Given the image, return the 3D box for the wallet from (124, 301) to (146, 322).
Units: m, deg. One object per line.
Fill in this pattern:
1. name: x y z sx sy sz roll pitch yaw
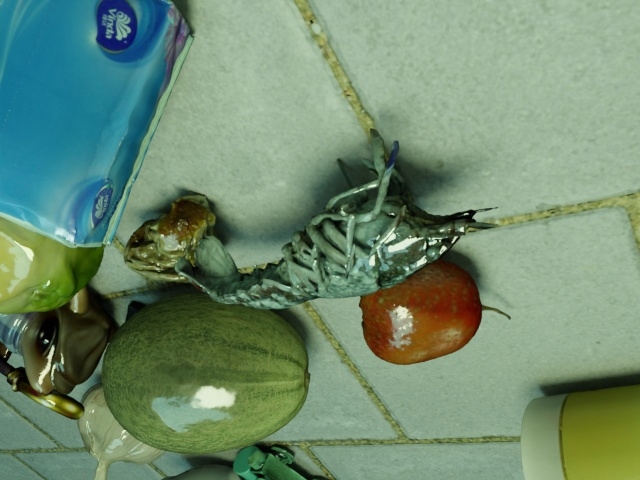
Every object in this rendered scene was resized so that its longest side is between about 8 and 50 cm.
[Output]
1. wallet: -0.317 0.219 1.314 0.146 0.030 0.285 27 137 -2

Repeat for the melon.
1. melon: -0.180 0.208 1.087 0.329 0.248 0.248 -1 135 9

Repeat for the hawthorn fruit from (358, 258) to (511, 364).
1. hawthorn fruit: 0.153 0.088 0.914 0.203 0.162 0.162 -7 133 6

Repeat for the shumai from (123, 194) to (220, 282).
1. shumai: -0.195 -0.008 0.981 0.145 0.145 0.116 16 116 6

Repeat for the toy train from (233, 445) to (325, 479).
1. toy train: -0.079 0.533 1.506 0.248 0.101 0.159 43 147 -22

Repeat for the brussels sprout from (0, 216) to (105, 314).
1. brussels sprout: -0.410 -0.027 0.933 0.227 0.294 0.259 -13 111 -3

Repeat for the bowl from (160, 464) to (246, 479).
1. bowl: -0.190 0.606 1.531 0.157 0.345 0.345 -46 114 1

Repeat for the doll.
1. doll: -0.536 0.153 1.197 0.340 0.209 0.318 14 140 4

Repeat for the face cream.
1. face cream: 0.417 0.323 0.991 0.179 0.218 0.218 -18 125 34

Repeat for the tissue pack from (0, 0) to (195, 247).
1. tissue pack: -0.277 -0.150 0.728 0.198 0.263 0.146 23 180 -2

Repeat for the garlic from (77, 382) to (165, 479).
1. garlic: -0.422 0.413 1.413 0.218 0.212 0.218 19 151 11

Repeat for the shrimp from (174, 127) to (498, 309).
1. shrimp: 0.004 0.003 0.824 0.410 0.221 0.166 -29 99 35
